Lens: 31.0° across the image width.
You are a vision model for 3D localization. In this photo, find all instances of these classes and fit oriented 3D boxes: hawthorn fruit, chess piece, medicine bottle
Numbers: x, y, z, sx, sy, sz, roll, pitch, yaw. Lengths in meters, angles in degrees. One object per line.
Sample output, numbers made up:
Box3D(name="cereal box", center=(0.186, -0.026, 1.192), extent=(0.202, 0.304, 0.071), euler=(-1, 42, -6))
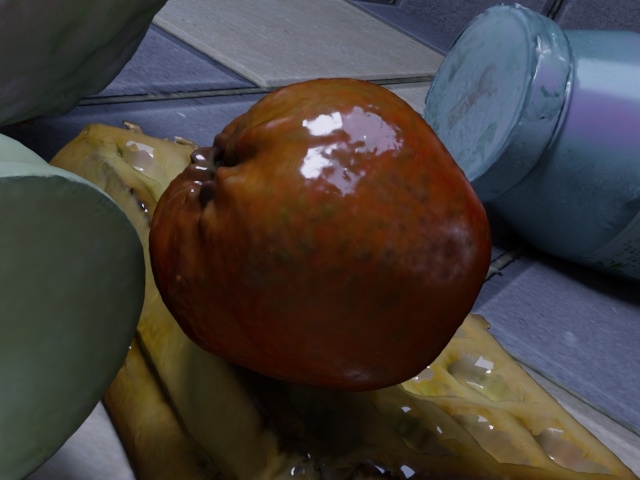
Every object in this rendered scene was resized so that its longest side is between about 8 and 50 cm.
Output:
Box3D(name="hawthorn fruit", center=(0.000, 0.000, 0.431), extent=(0.128, 0.128, 0.128), euler=(24, 18, -9))
Box3D(name="chess piece", center=(-0.206, -0.015, 0.461), extent=(0.251, 0.144, 0.144), euler=(32, 18, 32))
Box3D(name="medicine bottle", center=(0.268, -0.097, 1.167), extent=(0.290, 0.245, 0.245), euler=(17, 21, -23))

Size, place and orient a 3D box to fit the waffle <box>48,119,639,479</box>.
Box3D(name="waffle", center=(-0.007, 0.059, 0.586), extent=(0.224, 0.098, 0.328), euler=(16, 20, -34))

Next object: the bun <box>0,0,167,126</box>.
Box3D(name="bun", center=(-0.217, -0.161, 0.755), extent=(0.293, 0.187, 0.293), euler=(-2, 17, 1))
